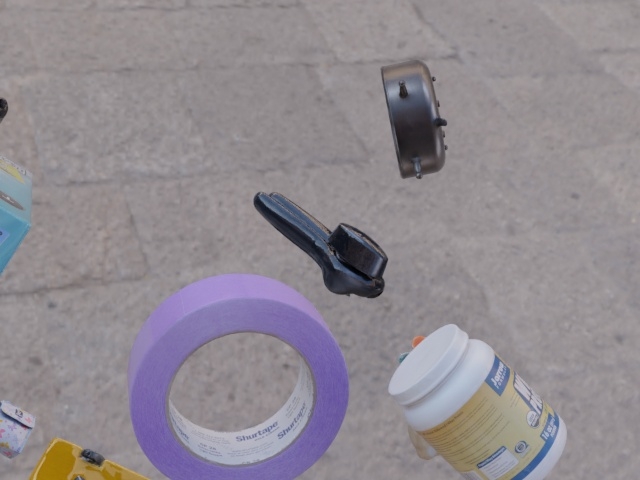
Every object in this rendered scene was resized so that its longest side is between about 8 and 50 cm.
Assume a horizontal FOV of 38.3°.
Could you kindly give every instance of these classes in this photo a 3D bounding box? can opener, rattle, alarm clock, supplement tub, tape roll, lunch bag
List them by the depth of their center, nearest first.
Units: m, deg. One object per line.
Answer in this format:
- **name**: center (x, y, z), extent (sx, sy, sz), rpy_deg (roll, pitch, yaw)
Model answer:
- **can opener**: center (0.000, 0.000, 0.986), extent (0.186, 0.073, 0.059), rpy_deg (37, 11, 34)
- **alarm clock**: center (0.107, -0.144, 1.061), extent (0.064, 0.129, 0.192), rpy_deg (-12, 16, 3)
- **tape roll**: center (-0.106, 0.185, 1.177), extent (0.274, 0.275, 0.090), rpy_deg (1, 18, -14)
- **supplement tub**: center (0.199, 0.219, 1.179), extent (0.199, 0.144, 0.144), rpy_deg (45, 40, -7)
- **rattle**: center (0.212, 0.266, 1.503), extent (0.130, 0.200, 0.143), rpy_deg (-8, 11, -26)
- **lunch bag**: center (-0.543, 0.326, 1.608), extent (0.071, 0.053, 0.083), rpy_deg (38, 40, -20)

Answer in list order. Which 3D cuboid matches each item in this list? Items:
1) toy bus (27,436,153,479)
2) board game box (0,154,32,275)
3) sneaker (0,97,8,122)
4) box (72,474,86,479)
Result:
- **toy bus**: center (-0.402, 0.503, 1.799), extent (0.332, 0.130, 0.108), rpy_deg (21, 62, 13)
- **board game box**: center (-0.417, -0.080, 0.914), extent (0.254, 0.079, 0.336), rpy_deg (32, 1, -21)
- **sneaker**: center (-0.578, -0.254, 1.419), extent (0.234, 0.106, 0.078), rpy_deg (43, 41, -31)
- **box**: center (-0.380, 0.471, 1.363), extent (0.220, 0.175, 0.051), rpy_deg (-40, 40, -5)
